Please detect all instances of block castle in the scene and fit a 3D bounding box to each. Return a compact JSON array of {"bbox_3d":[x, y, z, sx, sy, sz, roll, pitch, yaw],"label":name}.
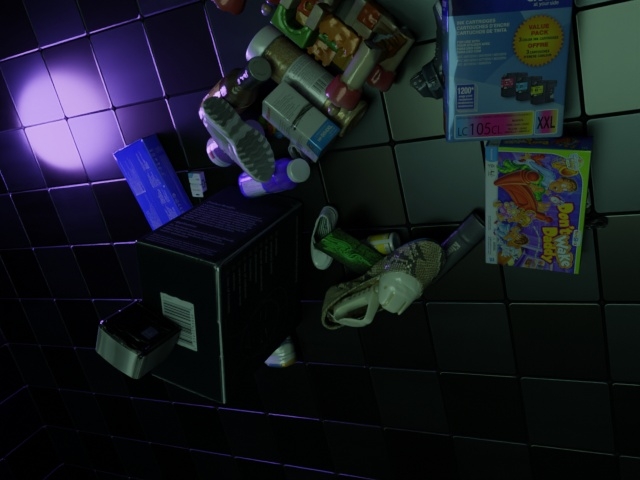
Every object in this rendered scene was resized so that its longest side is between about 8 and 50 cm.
[{"bbox_3d":[-0.018,-0.529,1.559,0.453,0.303,0.213,41,127,7],"label":"block castle"}]

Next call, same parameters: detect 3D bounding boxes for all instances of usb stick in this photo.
[{"bbox_3d":[0.376,0.026,1.773,0.077,0.045,0.278,42,127,4],"label":"usb stick"}]

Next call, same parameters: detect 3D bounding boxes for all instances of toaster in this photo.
[{"bbox_3d":[-0.507,0.272,1.717,0.168,0.185,0.110,30,121,14],"label":"toaster"}]

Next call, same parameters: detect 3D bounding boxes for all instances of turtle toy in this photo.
[{"bbox_3d":[-0.134,-0.346,1.851,0.130,0.066,0.095,27,136,46],"label":"turtle toy"}]

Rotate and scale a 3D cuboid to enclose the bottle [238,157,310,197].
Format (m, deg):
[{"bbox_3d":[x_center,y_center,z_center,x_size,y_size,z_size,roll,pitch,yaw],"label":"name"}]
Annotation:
[{"bbox_3d":[-0.135,-0.188,1.856,0.283,0.118,0.092,-6,104,54],"label":"bottle"}]

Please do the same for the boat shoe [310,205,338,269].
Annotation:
[{"bbox_3d":[0.000,0.000,1.950,0.083,0.076,0.226,18,121,21],"label":"boat shoe"}]

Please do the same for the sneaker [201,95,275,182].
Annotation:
[{"bbox_3d":[-0.231,-0.278,1.773,0.281,0.105,0.115,53,157,1],"label":"sneaker"}]

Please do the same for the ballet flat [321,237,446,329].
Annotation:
[{"bbox_3d":[0.171,0.162,1.835,0.164,0.182,0.483,40,136,-18],"label":"ballet flat"}]

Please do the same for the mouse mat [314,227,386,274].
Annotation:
[{"bbox_3d":[0.089,0.036,1.878,0.189,0.007,0.152,32,145,-15],"label":"mouse mat"}]

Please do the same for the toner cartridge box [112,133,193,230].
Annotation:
[{"bbox_3d":[-0.569,-0.180,2.179,0.165,0.075,0.348,-16,104,35],"label":"toner cartridge box"}]

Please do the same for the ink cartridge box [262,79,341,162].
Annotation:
[{"bbox_3d":[-0.055,-0.321,1.699,0.203,0.148,0.086,42,82,-2],"label":"ink cartridge box"}]

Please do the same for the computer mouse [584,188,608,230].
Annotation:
[{"bbox_3d":[0.642,-0.110,1.563,0.106,0.042,0.193,-8,115,37],"label":"computer mouse"}]

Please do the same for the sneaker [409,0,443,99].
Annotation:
[{"bbox_3d":[0.282,-0.463,1.558,0.163,0.086,0.226,-16,106,31],"label":"sneaker"}]

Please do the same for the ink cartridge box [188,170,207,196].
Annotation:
[{"bbox_3d":[-0.415,-0.191,2.116,0.048,0.028,0.083,6,116,27],"label":"ink cartridge box"}]

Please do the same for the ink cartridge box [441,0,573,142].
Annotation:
[{"bbox_3d":[0.411,-0.436,1.414,0.270,0.151,0.395,-3,112,6],"label":"ink cartridge box"}]

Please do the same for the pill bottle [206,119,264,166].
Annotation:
[{"bbox_3d":[-0.255,-0.299,1.898,0.193,0.108,0.108,-16,106,50],"label":"pill bottle"}]

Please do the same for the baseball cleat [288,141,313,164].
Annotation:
[{"bbox_3d":[-0.054,-0.317,1.803,0.072,0.109,0.206,-2,111,35],"label":"baseball cleat"}]

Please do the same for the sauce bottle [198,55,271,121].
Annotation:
[{"bbox_3d":[-0.245,-0.421,1.787,0.111,0.111,0.344,59,150,-8],"label":"sauce bottle"}]

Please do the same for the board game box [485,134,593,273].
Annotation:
[{"bbox_3d":[0.531,-0.090,1.544,0.233,0.078,0.347,6,127,24],"label":"board game box"}]

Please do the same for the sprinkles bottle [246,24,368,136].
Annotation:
[{"bbox_3d":[-0.038,-0.440,1.726,0.355,0.121,0.121,41,126,6],"label":"sprinkles bottle"}]

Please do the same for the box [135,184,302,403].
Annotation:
[{"bbox_3d":[-0.287,0.146,1.936,0.297,0.472,0.480,15,120,24],"label":"box"}]

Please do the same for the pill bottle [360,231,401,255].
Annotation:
[{"bbox_3d":[0.176,0.013,1.866,0.116,0.065,0.065,-8,109,32],"label":"pill bottle"}]

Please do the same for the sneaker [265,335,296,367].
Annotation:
[{"bbox_3d":[-0.215,0.382,2.259,0.296,0.112,0.131,-6,93,30],"label":"sneaker"}]
